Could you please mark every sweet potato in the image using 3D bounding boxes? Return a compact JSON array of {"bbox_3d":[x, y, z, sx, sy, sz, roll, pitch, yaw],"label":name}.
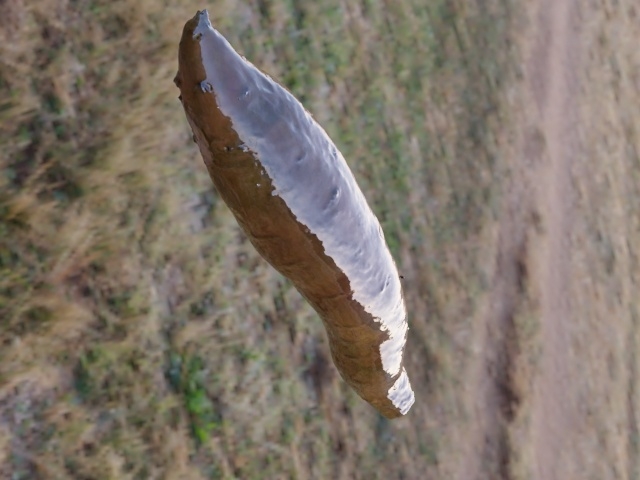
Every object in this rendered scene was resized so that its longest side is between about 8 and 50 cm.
[{"bbox_3d":[0.001,0.001,0.592,0.057,0.057,0.264,-83,152,-42],"label":"sweet potato"}]
